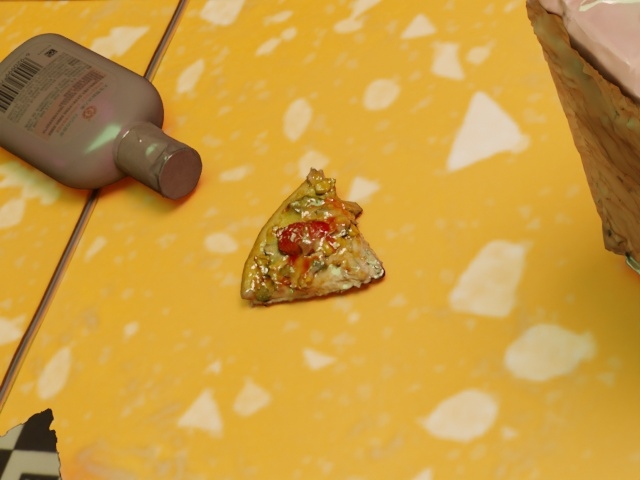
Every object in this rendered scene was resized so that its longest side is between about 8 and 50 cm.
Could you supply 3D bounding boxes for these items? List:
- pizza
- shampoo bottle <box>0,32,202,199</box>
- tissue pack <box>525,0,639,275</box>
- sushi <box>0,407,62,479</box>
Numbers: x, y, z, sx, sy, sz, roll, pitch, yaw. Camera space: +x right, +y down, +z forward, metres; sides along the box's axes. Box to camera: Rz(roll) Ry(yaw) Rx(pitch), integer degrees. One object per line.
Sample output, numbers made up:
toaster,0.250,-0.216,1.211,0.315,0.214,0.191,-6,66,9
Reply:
pizza,-0.001,0.000,0.745,0.078,0.025,0.083,14,63,35
shampoo bottle,-0.132,-0.067,0.848,0.165,0.040,0.080,29,71,37
tissue pack,0.235,-0.090,0.587,0.271,0.201,0.124,-35,46,-4
sushi,-0.185,0.222,0.660,0.220,0.047,0.231,-29,45,9
